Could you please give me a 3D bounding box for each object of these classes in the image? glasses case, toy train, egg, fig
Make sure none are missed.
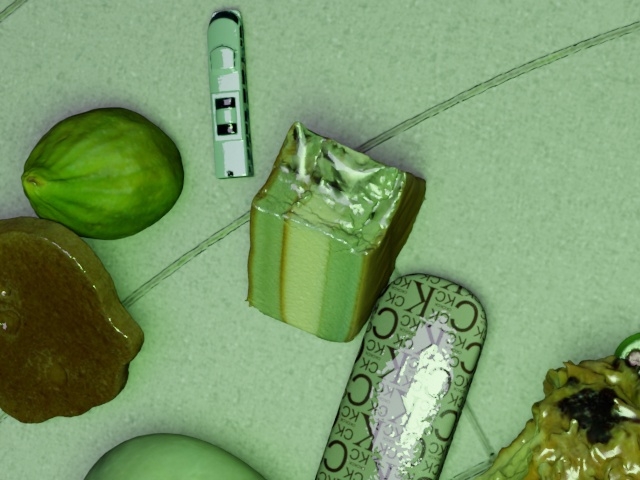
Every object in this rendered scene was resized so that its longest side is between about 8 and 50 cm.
[{"bbox_3d":[0.087,0.212,1.735,0.137,0.085,0.355,19,92,12],"label":"glasses case"},{"bbox_3d":[-0.111,-0.179,1.816,0.043,0.047,0.208,-4,88,11],"label":"toy train"},{"bbox_3d":[-0.135,0.376,1.692,0.258,0.258,0.352,-46,70,8],"label":"egg"},{"bbox_3d":[-0.272,-0.065,1.776,0.167,0.233,0.167,23,132,27],"label":"fig"}]

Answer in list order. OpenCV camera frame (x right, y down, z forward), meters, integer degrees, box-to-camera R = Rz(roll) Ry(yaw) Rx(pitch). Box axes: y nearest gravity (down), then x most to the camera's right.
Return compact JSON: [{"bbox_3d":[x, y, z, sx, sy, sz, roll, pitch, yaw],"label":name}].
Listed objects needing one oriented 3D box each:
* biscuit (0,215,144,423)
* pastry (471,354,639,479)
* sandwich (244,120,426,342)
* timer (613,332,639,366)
[{"bbox_3d":[-0.338,0.095,1.787,0.273,0.049,0.257,-29,104,37],"label":"biscuit"},{"bbox_3d":[0.289,0.339,1.572,0.337,0.292,0.405,40,112,6],"label":"pastry"},{"bbox_3d":[0.000,0.000,1.705,0.155,0.198,0.227,24,93,12],"label":"sandwich"},{"bbox_3d":[0.388,0.177,1.688,0.128,0.047,0.140,11,90,15],"label":"timer"}]
